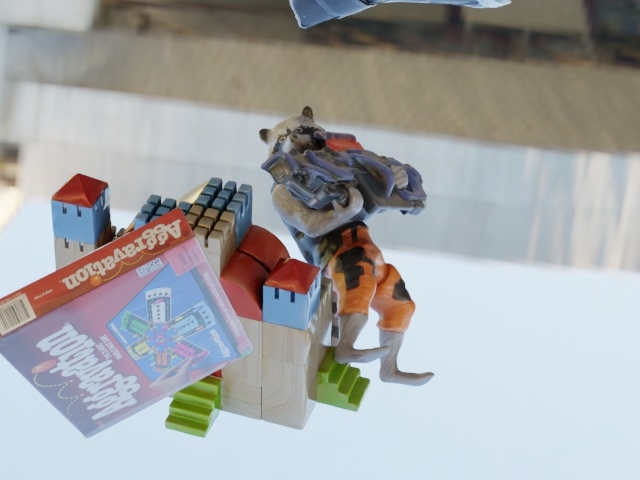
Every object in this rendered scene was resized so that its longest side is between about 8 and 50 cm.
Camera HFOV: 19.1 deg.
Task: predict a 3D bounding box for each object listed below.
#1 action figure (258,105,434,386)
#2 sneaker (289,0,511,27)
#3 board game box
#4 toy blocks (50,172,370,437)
[{"bbox_3d":[0.000,0.000,2.160,0.178,0.330,0.341,-28,159,26],"label":"action figure"},{"bbox_3d":[0.064,-0.239,1.688,0.163,0.086,0.226,-16,166,29],"label":"sneaker"},{"bbox_3d":[-0.132,0.064,1.301,0.145,0.027,0.281,-27,161,-3],"label":"board game box"},{"bbox_3d":[-0.136,0.047,2.052,0.381,0.261,0.191,13,-141,14],"label":"toy blocks"}]
